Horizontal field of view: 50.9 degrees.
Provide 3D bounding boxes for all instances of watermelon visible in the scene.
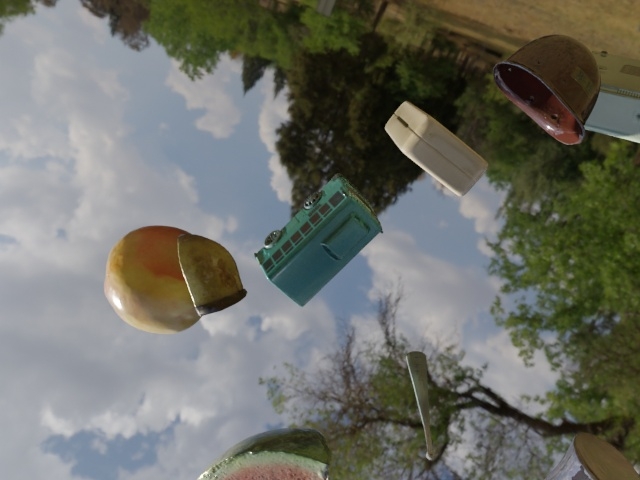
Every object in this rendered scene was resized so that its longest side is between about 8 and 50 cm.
[{"bbox_3d":[-0.096,0.504,1.413,0.232,0.310,0.193,57,-167,-27],"label":"watermelon"}]

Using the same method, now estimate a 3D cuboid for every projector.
[{"bbox_3d":[0.614,-0.297,1.359,0.198,0.108,0.250,20,-142,24],"label":"projector"}]

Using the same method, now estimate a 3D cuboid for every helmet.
[{"bbox_3d":[0.350,-0.231,0.977,0.175,0.106,0.155,45,-179,-21],"label":"helmet"}]

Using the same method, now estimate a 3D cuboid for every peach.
[{"bbox_3d":[-0.267,0.062,1.107,0.184,0.184,0.184,21,-163,-7],"label":"peach"}]

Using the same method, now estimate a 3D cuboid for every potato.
[{"bbox_3d":[-0.147,0.035,0.903,0.066,0.103,0.096,-19,-165,4],"label":"potato"}]

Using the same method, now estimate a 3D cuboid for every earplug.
[{"bbox_3d":[0.510,0.567,1.414,0.172,0.301,0.172,25,-153,-14],"label":"earplug"}]

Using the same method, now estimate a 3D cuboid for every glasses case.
[{"bbox_3d":[0.207,-0.181,1.260,0.144,0.076,0.336,36,-167,-11],"label":"glasses case"}]

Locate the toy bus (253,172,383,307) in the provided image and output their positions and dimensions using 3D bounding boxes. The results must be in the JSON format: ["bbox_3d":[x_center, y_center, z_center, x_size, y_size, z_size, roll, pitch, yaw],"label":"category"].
[{"bbox_3d":[0.000,0.000,1.385,0.128,0.256,0.147,43,-174,-30],"label":"toy bus"}]

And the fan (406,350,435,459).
[{"bbox_3d":[0.266,0.431,1.769,0.057,0.023,0.282,1,-113,-11],"label":"fan"}]
